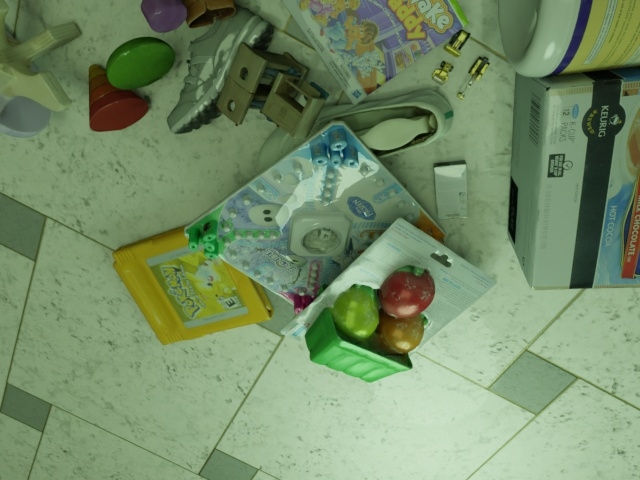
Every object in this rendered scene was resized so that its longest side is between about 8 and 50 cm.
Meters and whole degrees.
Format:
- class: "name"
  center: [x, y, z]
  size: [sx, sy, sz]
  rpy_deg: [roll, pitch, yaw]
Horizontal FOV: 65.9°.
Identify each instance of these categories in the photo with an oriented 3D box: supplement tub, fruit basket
- class: "supplement tub"
  center: [0.433, -0.357, 0.658]
  size: [0.332, 0.241, 0.241]
  rpy_deg: [-4, 116, 5]
- class: "fruit basket"
  center: [0.143, 0.132, 1.035]
  size: [0.327, 0.165, 0.353]
  rpy_deg: [28, 112, -32]

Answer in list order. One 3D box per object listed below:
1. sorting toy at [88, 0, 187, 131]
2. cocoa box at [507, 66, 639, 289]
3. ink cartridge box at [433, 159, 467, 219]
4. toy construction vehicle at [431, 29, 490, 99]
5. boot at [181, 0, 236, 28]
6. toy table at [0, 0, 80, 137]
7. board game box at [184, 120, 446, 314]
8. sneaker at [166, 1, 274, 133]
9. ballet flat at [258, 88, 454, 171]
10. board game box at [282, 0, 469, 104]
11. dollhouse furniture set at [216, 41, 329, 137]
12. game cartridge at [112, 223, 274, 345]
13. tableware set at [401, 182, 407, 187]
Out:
- class: "sorting toy"
  center: [-0.362, -0.350, 0.911]
  size: [0.365, 0.127, 0.126]
  rpy_deg: [-36, 82, 46]
- class: "cocoa box"
  center: [0.460, -0.118, 0.834]
  size: [0.228, 0.231, 0.347]
  rpy_deg: [-2, 117, 11]
- class: "ink cartridge box"
  center: [0.263, -0.101, 0.995]
  size: [0.063, 0.029, 0.115]
  rpy_deg: [-4, 117, 12]
- class: "toy construction vehicle"
  center: [0.253, -0.314, 0.884]
  size: [0.086, 0.035, 0.098]
  rpy_deg: [32, 118, -6]
- class: "boot"
  center: [-0.246, -0.437, 0.861]
  size: [0.197, 0.073, 0.152]
  rpy_deg: [-17, 85, 14]
- class: "toy table"
  center: [-0.594, -0.342, 0.924]
  size: [0.161, 0.252, 0.274]
  rpy_deg: [-15, 125, 34]
- class: "board game box"
  center: [0.000, 0.000, 0.990]
  size: [0.390, 0.050, 0.390]
  rpy_deg: [-31, 133, 24]
- class: "sneaker"
  center: [-0.211, -0.325, 0.943]
  size: [0.115, 0.105, 0.281]
  rpy_deg: [44, 107, 1]
- class: "ballet flat"
  center: [0.048, -0.190, 0.930]
  size: [0.401, 0.139, 0.139]
  rpy_deg: [-12, 114, 16]
- class: "board game box"
  center: [0.055, -0.444, 0.830]
  size: [0.233, 0.078, 0.347]
  rpy_deg: [-32, 107, 23]
- class: "dollhouse furniture set"
  center: [-0.066, -0.242, 0.885]
  size: [0.184, 0.129, 0.129]
  rpy_deg: [43, 121, 21]
- class: "game cartridge"
  center: [-0.312, 0.107, 1.194]
  size: [0.324, 0.052, 0.285]
  rpy_deg: [-17, 112, 17]
- class: "tableware set"
  center: [0.096, -0.084, 1.039]
  size: [0.141, 0.020, 0.168]
  rpy_deg: [20, 119, 0]
